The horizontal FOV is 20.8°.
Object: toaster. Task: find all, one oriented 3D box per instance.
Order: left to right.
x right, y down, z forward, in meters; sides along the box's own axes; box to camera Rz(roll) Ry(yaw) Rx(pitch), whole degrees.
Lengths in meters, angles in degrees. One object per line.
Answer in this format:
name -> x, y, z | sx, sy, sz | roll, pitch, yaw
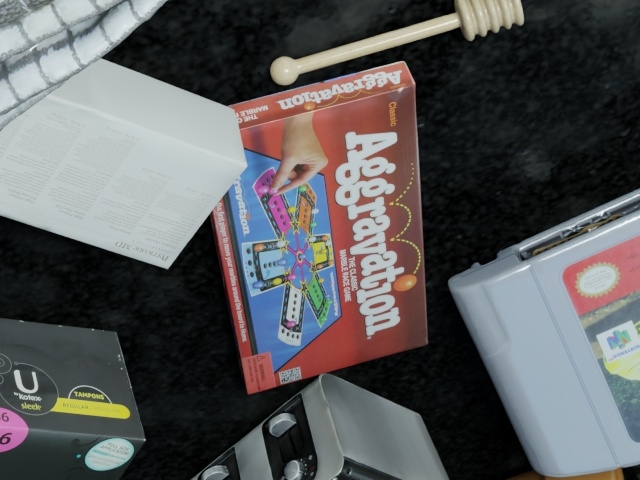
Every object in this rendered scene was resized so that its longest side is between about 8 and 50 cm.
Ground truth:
toaster -> 0.007, 0.208, 1.386 | 0.168, 0.110, 0.185 | -40, 136, 24

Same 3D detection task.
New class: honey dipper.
honey dipper -> 0.047, -0.124, 1.085 | 0.160, 0.030, 0.030 | -18, 141, 0

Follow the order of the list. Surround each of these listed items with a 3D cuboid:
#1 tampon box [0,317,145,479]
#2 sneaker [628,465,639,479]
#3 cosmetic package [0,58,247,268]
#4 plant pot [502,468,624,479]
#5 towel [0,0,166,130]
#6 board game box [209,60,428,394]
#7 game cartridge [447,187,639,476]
tampon box -> -0.216, 0.146, 1.226 | 0.120, 0.101, 0.161 | 8, 133, -31
sneaker -> 0.295, 0.184, 1.506 | 0.067, 0.078, 0.188 | -27, 141, 7
cosmetic package -> -0.171, -0.066, 1.019 | 0.239, 0.060, 0.099 | 20, 125, -30
plant pot -> 0.171, 0.325, 1.485 | 0.203, 0.291, 0.291 | -7, 142, 10
towel -> -0.124, -0.192, 0.776 | 0.283, 0.235, 0.121 | -33, 133, 15
board game box -> 0.000, 0.000, 1.210 | 0.145, 0.027, 0.281 | -16, 141, -7
game cartridge -> 0.266, 0.055, 1.293 | 0.294, 0.060, 0.196 | -25, 111, 5
